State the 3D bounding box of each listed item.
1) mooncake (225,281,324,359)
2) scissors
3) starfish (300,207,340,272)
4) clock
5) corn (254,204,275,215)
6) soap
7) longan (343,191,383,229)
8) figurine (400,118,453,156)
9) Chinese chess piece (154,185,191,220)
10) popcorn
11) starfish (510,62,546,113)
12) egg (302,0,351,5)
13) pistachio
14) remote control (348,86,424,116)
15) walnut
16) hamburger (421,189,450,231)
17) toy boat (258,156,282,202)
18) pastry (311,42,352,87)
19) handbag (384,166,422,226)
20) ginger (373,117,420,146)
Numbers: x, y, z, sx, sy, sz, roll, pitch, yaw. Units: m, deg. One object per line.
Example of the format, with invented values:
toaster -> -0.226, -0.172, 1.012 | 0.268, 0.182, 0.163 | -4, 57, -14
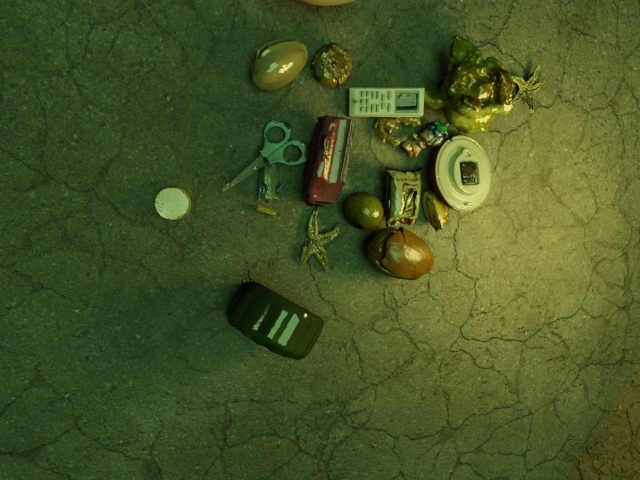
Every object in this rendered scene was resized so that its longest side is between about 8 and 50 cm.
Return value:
mooncake -> -0.162, 0.292, 1.478 | 0.351, 0.351, 0.187 | 35, 78, -19
scissors -> -0.207, -0.281, 1.443 | 0.360, 0.029, 0.191 | -42, 95, -21
starfish -> 0.002, 0.001, 1.605 | 0.138, 0.050, 0.247 | 12, 100, -20
clock -> 0.584, -0.272, 1.664 | 0.318, 0.080, 0.319 | 0, 89, -25
corn -> -0.211, -0.111, 1.532 | 0.083, 0.027, 0.028 | 20, 111, -21
soap -> 0.019, -0.274, 1.467 | 0.127, 0.220, 0.325 | 12, 96, -13
longan -> 0.168, -0.124, 1.589 | 0.145, 0.176, 0.155 | -19, 134, 31
figurine -> 0.413, -0.403, 1.610 | 0.195, 0.111, 0.102 | -29, 139, 11
Chinese chess piece -> -0.516, -0.130, 1.429 | 0.122, 0.051, 0.122 | -3, 102, -13
popcorn -> 0.549, -0.560, 1.556 | 0.325, 0.290, 0.321 | -14, 68, 18
starfish -> 0.857, -0.645, 1.719 | 0.176, 0.053, 0.208 | 31, 88, -19
egg -> -0.043, -0.917, 1.265 | 0.339, 0.354, 0.355 | -8, 104, 3
pistachio -> -0.147, -0.610, 1.405 | 0.223, 0.126, 0.152 | -41, 143, -10
remote control -> 0.245, -0.516, 1.529 | 0.277, 0.055, 0.103 | 1, 101, 1
walnut -> 0.331, 0.061, 1.637 | 0.336, 0.209, 0.209 | 23, 94, -31
hamburger -> 0.488, -0.133, 1.705 | 0.102, 0.087, 0.176 | -24, 96, -29
toy boat -> -0.188, -0.242, 1.499 | 0.084, 0.066, 0.210 | -2, 90, -28
pastry -> 0.044, -0.630, 1.475 | 0.153, 0.081, 0.153 | -4, 98, -25
handbag -> 0.324, -0.175, 1.624 | 0.213, 0.127, 0.235 | -8, 106, -44
ginger -> 0.301, -0.458, 1.584 | 0.176, 0.052, 0.193 | 16, 75, -3
